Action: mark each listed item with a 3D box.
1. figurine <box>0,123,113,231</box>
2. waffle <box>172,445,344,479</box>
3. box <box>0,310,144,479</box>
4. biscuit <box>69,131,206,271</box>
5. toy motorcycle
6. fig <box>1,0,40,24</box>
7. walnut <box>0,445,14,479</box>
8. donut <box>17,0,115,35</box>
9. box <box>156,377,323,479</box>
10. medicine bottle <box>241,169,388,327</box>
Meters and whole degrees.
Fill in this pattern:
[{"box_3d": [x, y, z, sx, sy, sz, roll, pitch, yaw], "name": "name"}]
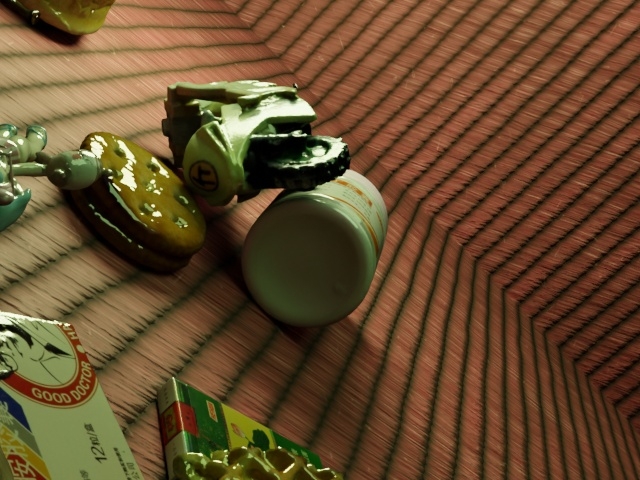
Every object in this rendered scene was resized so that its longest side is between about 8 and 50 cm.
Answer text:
[{"box_3d": [-0.331, -0.068, 1.047, 0.205, 0.103, 0.260, 17, 17, -8], "name": "figurine"}, {"box_3d": [-0.022, 0.282, 0.858, 0.243, 0.059, 0.238, 20, 31, -37], "name": "waffle"}, {"box_3d": [-0.228, 0.196, 0.763, 0.214, 0.069, 0.353, 24, 26, -54], "name": "box"}, {"box_3d": [-0.246, -0.053, 1.323, 0.220, 0.066, 0.220, 42, 17, -15], "name": "biscuit"}, {"box_3d": [-0.116, -0.154, 1.523, 0.237, 0.169, 0.410, -9, 23, -16], "name": "toy motorcycle"}, {"box_3d": [-0.489, -0.404, 1.415, 0.274, 0.145, 0.170, 52, 26, 19], "name": "fig"}, {"box_3d": [-0.274, 0.143, 0.463, 0.227, 0.273, 0.273, 17, -6, 39], "name": "walnut"}, {"box_3d": [-0.476, -0.502, 1.674, 0.330, 0.160, 0.330, 34, 20, -14], "name": "donut"}, {"box_3d": [-0.075, 0.248, 1.077, 0.235, 0.034, 0.132, 36, 19, -34], "name": "box"}, {"box_3d": [0.000, 0.000, 1.584, 0.202, 0.202, 0.316, 45, 15, -5], "name": "medicine bottle"}]
